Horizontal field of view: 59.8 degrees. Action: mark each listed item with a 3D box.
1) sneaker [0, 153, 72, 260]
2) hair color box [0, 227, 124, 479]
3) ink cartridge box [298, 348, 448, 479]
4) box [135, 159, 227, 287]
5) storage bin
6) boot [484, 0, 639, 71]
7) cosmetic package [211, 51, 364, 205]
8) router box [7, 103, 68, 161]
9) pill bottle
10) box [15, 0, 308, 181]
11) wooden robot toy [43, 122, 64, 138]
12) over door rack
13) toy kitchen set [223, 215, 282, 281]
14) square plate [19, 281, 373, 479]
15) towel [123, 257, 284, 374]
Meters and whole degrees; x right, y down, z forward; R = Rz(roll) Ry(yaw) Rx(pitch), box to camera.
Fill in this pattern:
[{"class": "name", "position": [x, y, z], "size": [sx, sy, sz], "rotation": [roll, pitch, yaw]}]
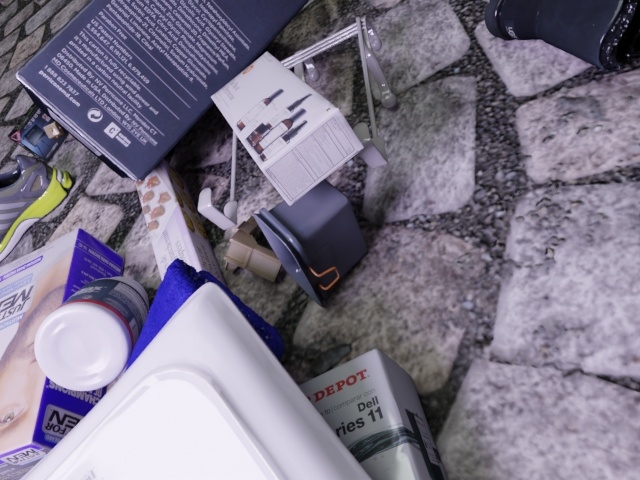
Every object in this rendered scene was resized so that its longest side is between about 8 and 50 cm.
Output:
[{"class": "sneaker", "position": [-0.656, -0.060, 1.130], "size": [0.300, 0.121, 0.111], "rotation": [-47, 45, -3]}, {"class": "hair color box", "position": [-0.408, 0.165, 0.809], "size": [0.185, 0.110, 0.339], "rotation": [-23, 50, 17]}, {"class": "ink cartridge box", "position": [0.030, 0.222, 0.480], "size": [0.153, 0.087, 0.208], "rotation": [-30, 45, 13]}, {"class": "box", "position": [-0.210, -0.007, 0.829], "size": [0.063, 0.067, 0.324], "rotation": [-38, 44, 6]}, {"class": "storage bin", "position": [0.000, 0.000, 0.638], "size": [0.091, 0.135, 0.098], "rotation": [-40, 52, -10]}, {"class": "boot", "position": [0.343, -0.319, 0.656], "size": [0.246, 0.094, 0.207], "rotation": [-49, 41, 3]}, {"class": "cosmetic package", "position": [-0.050, -0.140, 0.639], "size": [0.099, 0.060, 0.239], "rotation": [-37, 38, 0]}, {"class": "router box", "position": [-0.640, -0.256, 1.285], "size": [0.038, 0.092, 0.122], "rotation": [11, 66, 39]}, {"class": "pill bottle", "position": [-0.282, 0.108, 0.722], "size": [0.108, 0.108, 0.180], "rotation": [-41, 12, 2]}, {"class": "box", "position": [-0.257, -0.308, 0.909], "size": [0.395, 0.212, 0.293], "rotation": [-51, 22, -9]}, {"class": "wooden robot toy", "position": [-0.541, -0.287, 1.277], "size": [0.173, 0.076, 0.079], "rotation": [-41, 10, 2]}, {"class": "over door rack", "position": [-0.021, -0.157, 0.770], "size": [0.239, 0.108, 0.324], "rotation": [-20, 41, 23]}, {"class": "toy kitchen set", "position": [-0.085, 0.023, 0.752], "size": [0.083, 0.075, 0.068], "rotation": [-63, -4, -63]}, {"class": "square plate", "position": [-0.112, 0.263, 0.414], "size": [0.347, 0.049, 0.344], "rotation": [-46, 66, 5]}, {"class": "towel", "position": [-0.167, 0.190, 0.570], "size": [0.227, 0.076, 0.308], "rotation": [27, 95, 50]}]
